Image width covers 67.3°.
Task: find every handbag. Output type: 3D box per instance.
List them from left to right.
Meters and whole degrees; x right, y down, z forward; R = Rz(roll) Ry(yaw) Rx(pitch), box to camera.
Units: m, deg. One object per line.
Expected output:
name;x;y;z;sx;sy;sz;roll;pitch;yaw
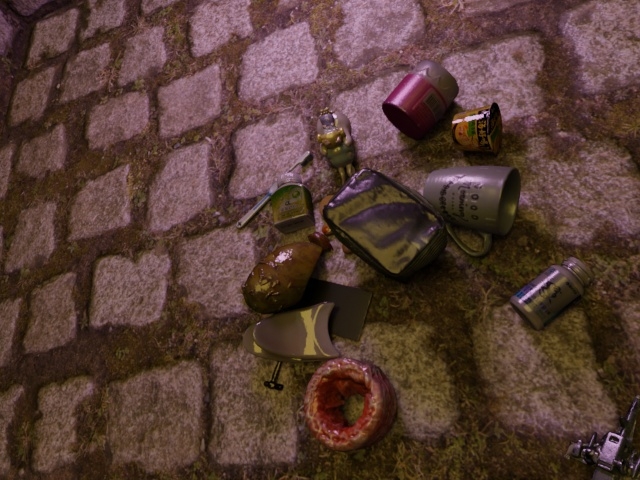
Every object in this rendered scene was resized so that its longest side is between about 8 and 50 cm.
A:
handbag;0.193;-0.028;1.382;0.341;0.240;0.247;40;84;24

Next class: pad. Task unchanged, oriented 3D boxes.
pad;0.024;0.208;1.505;0.265;0.009;0.159;10;73;29

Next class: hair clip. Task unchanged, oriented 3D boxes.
hair clip;-0.095;0.289;1.461;0.282;0.113;0.172;-3;70;-9

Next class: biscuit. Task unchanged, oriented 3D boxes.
biscuit;0.074;-0.064;1.587;0.153;0.030;0.234;-38;59;3

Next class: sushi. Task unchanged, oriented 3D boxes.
sushi;0.000;0.000;1.582;0.099;0.047;0.050;44;134;21

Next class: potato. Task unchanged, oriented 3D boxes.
potato;-0.108;0.111;1.501;0.298;0.141;0.176;-40;89;-14

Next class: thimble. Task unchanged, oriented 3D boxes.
thimble;0.082;0.436;1.292;0.239;0.162;0.239;-11;63;23

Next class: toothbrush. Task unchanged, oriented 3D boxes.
toothbrush;-0.172;-0.184;1.743;0.386;0.040;0.040;-45;58;1

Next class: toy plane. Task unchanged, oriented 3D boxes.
toy plane;0.657;0.455;1.067;0.192;0.088;0.261;5;64;55

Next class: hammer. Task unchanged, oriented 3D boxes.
hammer;-0.121;0.375;1.492;0.065;0.021;0.178;10;70;27

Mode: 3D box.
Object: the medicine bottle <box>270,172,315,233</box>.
medicine bottle;-0.099;-0.133;1.660;0.132;0.088;0.188;-17;63;17

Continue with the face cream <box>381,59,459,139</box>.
face cream;0.323;-0.455;1.558;0.195;0.175;0.175;-48;58;-2

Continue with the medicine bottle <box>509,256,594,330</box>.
medicine bottle;0.590;0.132;1.223;0.191;0.107;0.107;-40;58;4

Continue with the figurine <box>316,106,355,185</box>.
figurine;0.060;-0.320;1.637;0.127;0.155;0.235;-14;67;3

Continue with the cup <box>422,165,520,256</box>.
cup;0.421;-0.086;1.374;0.234;0.186;0.257;10;100;36

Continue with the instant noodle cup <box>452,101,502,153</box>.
instant noodle cup;0.478;-0.337;1.464;0.122;0.151;0.151;4;70;36

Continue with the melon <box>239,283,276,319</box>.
melon;-0.187;0.196;1.581;0.098;0.054;0.182;-46;63;5
